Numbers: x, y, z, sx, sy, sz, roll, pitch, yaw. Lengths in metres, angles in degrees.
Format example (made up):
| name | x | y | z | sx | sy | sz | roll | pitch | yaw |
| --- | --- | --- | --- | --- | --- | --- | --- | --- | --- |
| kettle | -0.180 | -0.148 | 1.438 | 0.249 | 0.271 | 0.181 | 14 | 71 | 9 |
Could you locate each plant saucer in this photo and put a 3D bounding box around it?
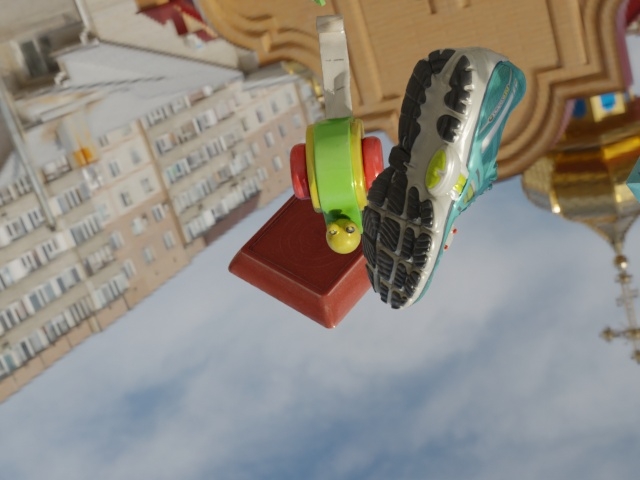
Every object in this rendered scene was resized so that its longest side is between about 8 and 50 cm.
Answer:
| name | x | y | z | sx | sy | sz | roll | pitch | yaw |
| --- | --- | --- | --- | --- | --- | --- | --- | --- | --- |
| plant saucer | 0.000 | 0.000 | 1.603 | 0.259 | 0.048 | 0.258 | 27 | -117 | 35 |

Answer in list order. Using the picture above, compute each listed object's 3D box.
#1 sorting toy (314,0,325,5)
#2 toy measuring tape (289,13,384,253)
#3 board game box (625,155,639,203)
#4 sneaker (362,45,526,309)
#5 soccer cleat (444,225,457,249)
| name | x | y | z | sx | sy | sz | roll | pitch | yaw |
| --- | --- | --- | --- | --- | --- | --- | --- | --- | --- |
| sorting toy | -0.026 | -0.264 | 0.897 | 0.012 | 0.083 | 0.062 | -40 | 162 | 29 |
| toy measuring tape | 0.017 | -0.147 | 1.108 | 0.121 | 0.330 | 0.121 | -3 | 163 | -1 |
| board game box | 0.583 | -0.066 | 1.288 | 0.079 | 0.336 | 0.254 | 4 | -125 | 52 |
| sneaker | 0.123 | -0.051 | 0.890 | 0.110 | 0.275 | 0.107 | 0 | -149 | -37 |
| soccer cleat | 0.174 | -0.050 | 1.562 | 0.076 | 0.196 | 0.068 | 17 | -112 | 37 |
